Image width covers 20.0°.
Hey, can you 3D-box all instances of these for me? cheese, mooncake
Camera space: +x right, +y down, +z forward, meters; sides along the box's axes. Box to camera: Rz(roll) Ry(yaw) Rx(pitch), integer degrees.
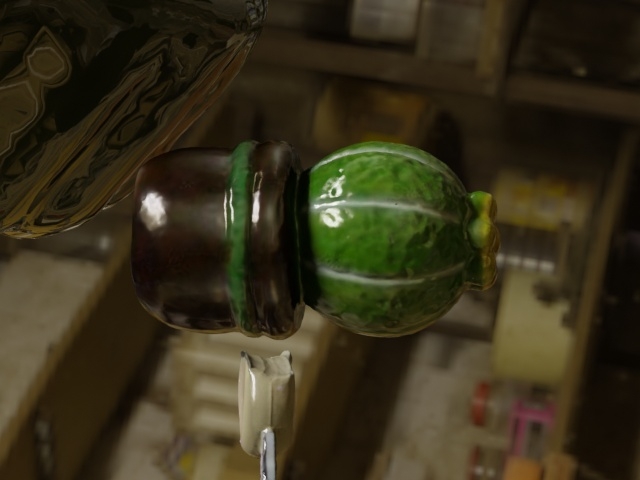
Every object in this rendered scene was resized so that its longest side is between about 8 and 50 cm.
[{"bbox_3d":[-0.045,0.152,1.560,0.171,0.048,0.092,-100,12,-68],"label":"cheese"},{"bbox_3d":[-0.198,-0.150,0.921,0.187,0.351,0.351,-47,-2,17],"label":"mooncake"}]

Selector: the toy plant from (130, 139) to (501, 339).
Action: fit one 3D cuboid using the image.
[{"bbox_3d":[0.000,0.000,0.820,0.093,0.162,0.092,2,-90,-85],"label":"toy plant"}]
